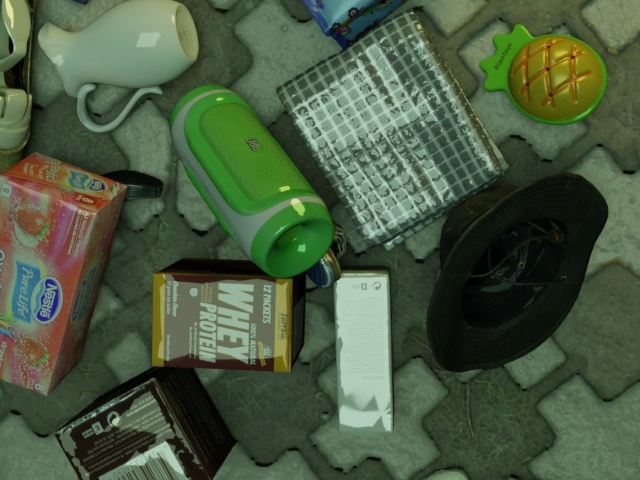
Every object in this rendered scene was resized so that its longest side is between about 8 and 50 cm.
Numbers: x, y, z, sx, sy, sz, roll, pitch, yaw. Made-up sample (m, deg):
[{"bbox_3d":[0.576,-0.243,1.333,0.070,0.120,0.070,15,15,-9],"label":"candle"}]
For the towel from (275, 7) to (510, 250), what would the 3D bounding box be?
[{"bbox_3d":[0.103,-0.151,1.608,0.235,0.121,0.284,-31,92,8],"label":"towel"}]

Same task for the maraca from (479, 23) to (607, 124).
[{"bbox_3d":[0.312,-0.233,1.598,0.185,0.099,0.127,29,89,27],"label":"maraca"}]

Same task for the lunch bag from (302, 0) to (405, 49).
[{"bbox_3d":[0.021,-0.456,1.592,0.221,0.138,0.293,-37,82,10],"label":"lunch bag"}]

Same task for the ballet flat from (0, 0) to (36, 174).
[{"bbox_3d":[-0.461,-0.240,1.639,0.123,0.123,0.349,2,93,5],"label":"ballet flat"}]

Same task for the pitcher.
[{"bbox_3d":[-0.277,-0.252,1.640,0.207,0.125,0.178,-10,115,16],"label":"pitcher"}]

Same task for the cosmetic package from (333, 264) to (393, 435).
[{"bbox_3d":[0.064,0.156,1.644,0.085,0.117,0.231,0,94,5],"label":"cosmetic package"}]

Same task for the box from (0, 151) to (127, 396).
[{"bbox_3d":[-0.399,0.048,1.629,0.154,0.142,0.300,20,110,2],"label":"box"}]

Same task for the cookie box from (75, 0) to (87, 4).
[{"bbox_3d":[-0.336,-0.397,1.635,0.040,0.092,0.107,33,97,-2],"label":"cookie box"}]

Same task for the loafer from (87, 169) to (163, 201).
[{"bbox_3d":[-0.314,-0.068,1.686,0.170,0.062,0.061,2,110,11],"label":"loafer"}]

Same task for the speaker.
[{"bbox_3d":[-0.100,-0.087,1.560,0.131,0.131,0.296,-42,54,7],"label":"speaker"}]

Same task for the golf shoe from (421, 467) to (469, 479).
[{"bbox_3d":[0.146,0.402,1.677,0.176,0.086,0.069,-34,90,5],"label":"golf shoe"}]

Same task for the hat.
[{"bbox_3d":[0.240,0.023,1.593,0.331,0.331,0.134,-53,50,7],"label":"hat"}]

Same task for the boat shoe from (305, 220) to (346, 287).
[{"bbox_3d":[0.000,0.000,1.608,0.066,0.183,0.066,-12,125,-15],"label":"boat shoe"}]

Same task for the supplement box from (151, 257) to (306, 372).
[{"bbox_3d":[-0.125,0.101,1.614,0.191,0.194,0.129,2,95,4],"label":"supplement box"}]

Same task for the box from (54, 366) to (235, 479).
[{"bbox_3d":[-0.246,0.285,1.637,0.168,0.203,0.167,-29,92,7],"label":"box"}]
